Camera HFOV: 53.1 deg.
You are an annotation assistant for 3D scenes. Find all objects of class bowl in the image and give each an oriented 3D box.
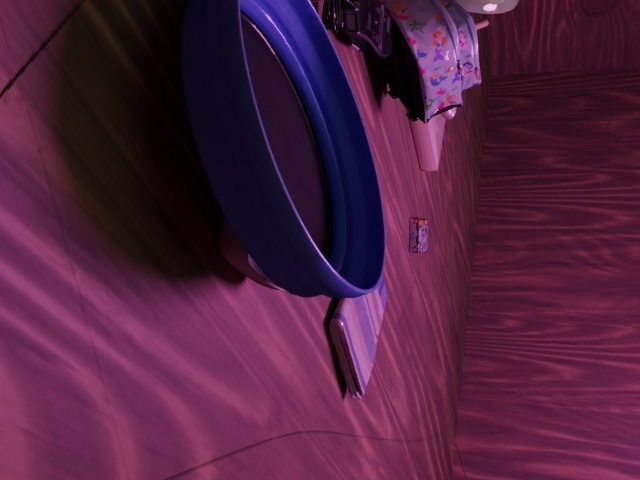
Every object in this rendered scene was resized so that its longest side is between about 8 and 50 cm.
[{"bbox_3d":[-0.027,-0.120,0.731,0.391,0.077,0.390,-16,90,-71],"label":"bowl"},{"bbox_3d":[-0.075,-0.019,0.773,0.142,0.053,0.142,47,49,-63],"label":"bowl"}]

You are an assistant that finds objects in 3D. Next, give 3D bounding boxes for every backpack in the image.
[{"bbox_3d":[0.212,-0.400,1.317,0.253,0.191,0.225,55,7,-51],"label":"backpack"}]

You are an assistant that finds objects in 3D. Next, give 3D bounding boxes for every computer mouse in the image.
[{"bbox_3d":[0.055,-0.425,1.111,0.262,0.060,0.183,-5,96,-61],"label":"computer mouse"}]

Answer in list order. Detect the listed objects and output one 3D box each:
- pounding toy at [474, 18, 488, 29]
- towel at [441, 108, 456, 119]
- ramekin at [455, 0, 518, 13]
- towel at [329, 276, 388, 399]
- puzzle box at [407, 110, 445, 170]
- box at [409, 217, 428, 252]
[{"bbox_3d":[0.253,-0.541,1.527,0.183,0.237,0.110,-34,169,-40],"label":"pounding toy"},{"bbox_3d":[0.300,-0.465,1.665,0.187,0.049,0.282,32,55,-29],"label":"towel"},{"bbox_3d":[0.322,-0.642,1.417,0.303,0.304,0.148,-66,175,-47],"label":"ramekin"},{"bbox_3d":[0.078,0.134,1.240,0.285,0.034,0.209,-68,150,-48],"label":"towel"},{"bbox_3d":[0.318,-0.438,1.836,0.272,0.052,0.408,63,34,-51],"label":"puzzle box"},{"bbox_3d":[0.274,-0.015,1.778,0.137,0.027,0.093,-7,97,-70],"label":"box"}]
